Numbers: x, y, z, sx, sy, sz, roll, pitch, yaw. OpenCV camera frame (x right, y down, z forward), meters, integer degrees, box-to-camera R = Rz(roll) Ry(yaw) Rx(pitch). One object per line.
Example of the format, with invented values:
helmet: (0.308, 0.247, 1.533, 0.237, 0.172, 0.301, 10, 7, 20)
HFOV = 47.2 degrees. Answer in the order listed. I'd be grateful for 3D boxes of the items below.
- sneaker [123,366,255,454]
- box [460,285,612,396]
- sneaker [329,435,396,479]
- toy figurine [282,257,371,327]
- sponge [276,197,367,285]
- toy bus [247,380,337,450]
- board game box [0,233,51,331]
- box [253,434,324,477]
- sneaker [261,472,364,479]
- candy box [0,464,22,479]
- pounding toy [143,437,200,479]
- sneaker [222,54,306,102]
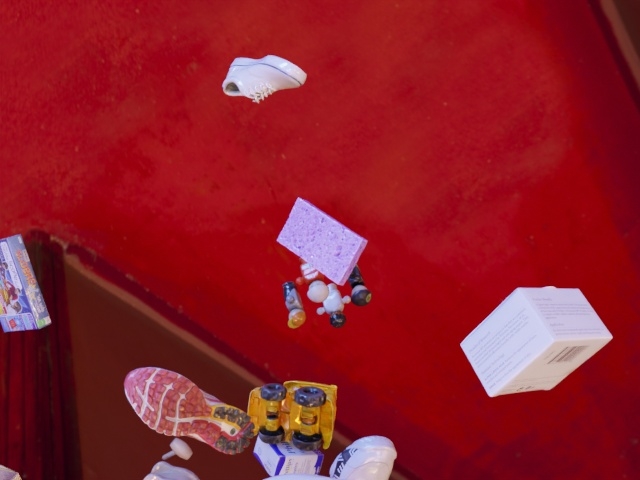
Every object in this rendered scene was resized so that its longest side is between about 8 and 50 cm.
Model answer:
sneaker: (-0.212, 0.265, 1.136, 0.225, 0.092, 0.088, 39, 71, -30)
box: (0.392, 0.184, 1.339, 0.181, 0.119, 0.182, 4, 137, -37)
sneaker: (0.082, 0.608, 1.568, 0.137, 0.210, 0.366, 16, 114, -25)
toy figurine: (0.013, 0.150, 2.028, 0.213, 0.148, 0.209, 7, 137, -31)
sponge: (0.000, 0.000, 1.667, 0.031, 0.210, 0.117, 15, 106, -56)
toy bus: (-0.059, 0.429, 1.914, 0.220, 0.211, 0.149, 6, 103, 10)
board game box: (-0.659, 0.094, 1.564, 0.035, 0.136, 0.201, -27, 105, -52)
box: (-0.084, 0.557, 1.909, 0.137, 0.126, 0.072, 8, 104, -32)
sneaker: (-0.005, 0.511, 1.303, 0.365, 0.150, 0.135, -8, 109, 12)
candy box: (-0.875, 0.584, 1.711, 0.316, 0.183, 0.088, 13, 129, 22)
pounding toy: (-0.392, 0.661, 1.943, 0.154, 0.155, 0.269, 36, 104, 2)
sneaker: (-0.126, -0.349, 1.626, 0.094, 0.258, 0.091, 30, 81, -37)
